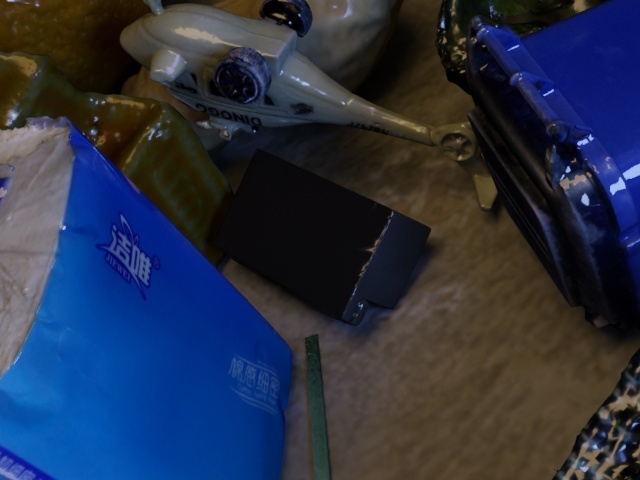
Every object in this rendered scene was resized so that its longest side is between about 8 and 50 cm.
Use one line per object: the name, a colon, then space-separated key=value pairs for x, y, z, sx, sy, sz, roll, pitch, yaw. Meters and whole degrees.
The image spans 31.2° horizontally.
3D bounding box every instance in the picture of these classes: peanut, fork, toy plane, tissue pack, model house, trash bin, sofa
peanut: x=-0.043 y=-0.142 z=0.891 sx=0.257 sy=0.123 sz=0.123 roll=-31 pitch=47 yaw=21
fork: x=-0.002 y=0.153 z=0.715 sx=0.039 sy=0.021 sz=0.235 roll=-19 pitch=51 yaw=14
toy plane: x=-0.008 y=-0.099 z=0.792 sx=0.287 sy=0.108 sz=0.092 roll=17 pitch=47 yaw=12
tissue pack: x=-0.126 y=0.082 z=0.670 sx=0.137 sy=0.269 sz=0.209 roll=-9 pitch=53 yaw=26
model house: x=-0.196 y=-0.023 z=0.821 sx=0.239 sy=0.268 sz=0.173 roll=-26 pitch=37 yaw=7
trash bin: x=0.214 y=-0.080 z=0.656 sx=0.235 sy=0.184 sz=0.162 roll=-28 pitch=49 yaw=3
sofa: x=0.000 y=0.000 z=0.809 sx=0.147 sy=0.060 sz=0.085 roll=26 pitch=91 yaw=41

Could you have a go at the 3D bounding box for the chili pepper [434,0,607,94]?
chili pepper: x=0.192 y=-0.188 z=0.778 sx=0.264 sy=0.148 sz=0.116 roll=-39 pitch=28 yaw=5

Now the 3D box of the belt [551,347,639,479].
belt: x=0.203 y=0.169 z=0.494 sx=0.207 sy=0.160 sz=0.295 roll=-14 pitch=48 yaw=44

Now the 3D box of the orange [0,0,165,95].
orange: x=-0.307 y=-0.220 z=0.961 sx=0.357 sy=0.322 sz=0.322 roll=-17 pitch=51 yaw=16
